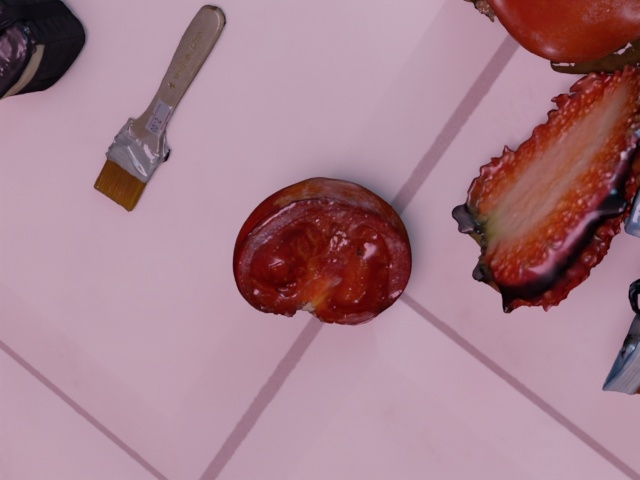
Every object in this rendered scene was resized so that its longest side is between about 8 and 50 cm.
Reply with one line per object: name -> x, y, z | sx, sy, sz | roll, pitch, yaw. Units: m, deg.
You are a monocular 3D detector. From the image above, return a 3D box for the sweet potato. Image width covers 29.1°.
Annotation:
sweet potato -> 0.401, -0.248, 1.444 | 0.273, 0.067, 0.067 | -18, 98, 27

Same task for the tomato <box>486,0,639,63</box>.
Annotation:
tomato -> 0.280, -0.314, 1.387 | 0.232, 0.188, 0.232 | -3, 85, 41

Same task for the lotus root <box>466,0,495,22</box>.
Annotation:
lotus root -> 0.188, -0.339, 1.504 | 0.072, 0.063, 0.152 | -15, 95, 15

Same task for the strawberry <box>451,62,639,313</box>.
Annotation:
strawberry -> 0.314, -0.052, 1.472 | 0.137, 0.233, 0.306 | 31, 118, -32

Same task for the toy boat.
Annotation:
toy boat -> 0.411, 0.035, 1.472 | 0.133, 0.145, 0.332 | 18, 105, 10

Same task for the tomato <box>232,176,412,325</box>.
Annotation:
tomato -> 0.000, 0.000, 1.637 | 0.233, 0.140, 0.200 | 16, 123, -20

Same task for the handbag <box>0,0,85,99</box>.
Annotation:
handbag -> -0.475, -0.309, 1.713 | 0.181, 0.181, 0.254 | -41, 87, 26

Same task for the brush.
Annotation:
brush -> -0.224, -0.188, 1.736 | 0.085, 0.020, 0.337 | 36, 115, 9
